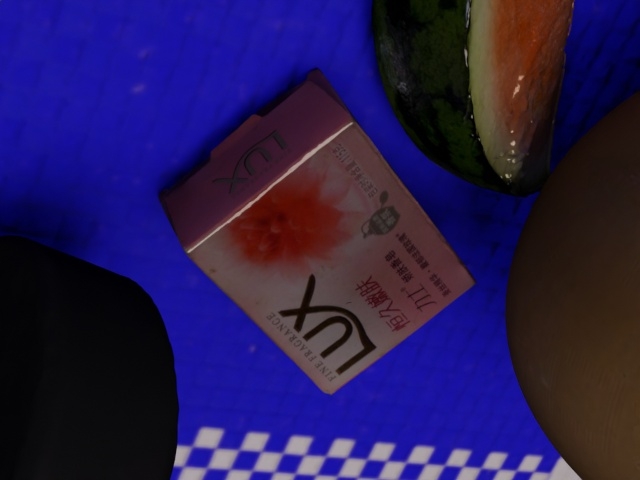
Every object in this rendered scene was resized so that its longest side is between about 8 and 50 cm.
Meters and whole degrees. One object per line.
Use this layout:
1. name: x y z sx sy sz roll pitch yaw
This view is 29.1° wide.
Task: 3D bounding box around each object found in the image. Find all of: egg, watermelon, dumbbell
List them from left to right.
1. dumbbell: -0.236 0.059 0.490 0.322 0.204 0.204 24 110 -36
2. watermelon: 0.088 -0.121 0.615 0.119 0.063 0.245 -25 126 -31
3. egg: 0.281 0.028 0.643 0.374 0.301 0.301 -2 123 -19

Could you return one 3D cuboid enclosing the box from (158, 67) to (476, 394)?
1. box: 0.000 0.000 0.652 0.111 0.060 0.156 -38 129 5
